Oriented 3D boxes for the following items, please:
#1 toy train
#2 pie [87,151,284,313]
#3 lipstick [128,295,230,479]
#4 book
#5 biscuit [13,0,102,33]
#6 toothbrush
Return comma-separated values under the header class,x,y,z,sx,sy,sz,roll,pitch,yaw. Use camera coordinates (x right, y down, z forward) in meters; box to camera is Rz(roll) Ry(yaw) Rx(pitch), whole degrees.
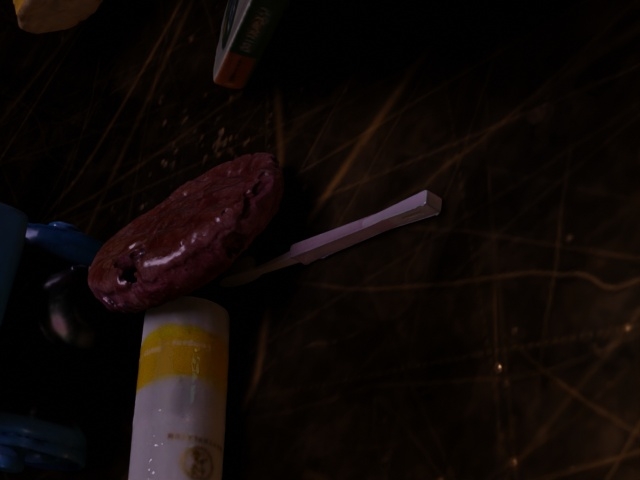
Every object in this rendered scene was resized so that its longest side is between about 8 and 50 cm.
class,x,y,z,sx,sy,sz,roll,pitch,yaw
toy train,-0.297,0.059,1.006,0.300,0.265,0.188,-11,61,48
pie,-0.083,-0.006,0.921,0.153,0.038,0.153,-28,16,9
lipstick,-0.088,0.161,0.851,0.059,0.059,0.264,-29,48,39
book,-0.001,-0.253,0.869,0.371,0.043,0.260,145,143,-78
biscuit,-0.151,-0.410,1.254,0.429,0.104,0.446,-52,36,19
toothbrush,0.000,0.002,0.878,0.194,0.014,0.017,-19,54,45
